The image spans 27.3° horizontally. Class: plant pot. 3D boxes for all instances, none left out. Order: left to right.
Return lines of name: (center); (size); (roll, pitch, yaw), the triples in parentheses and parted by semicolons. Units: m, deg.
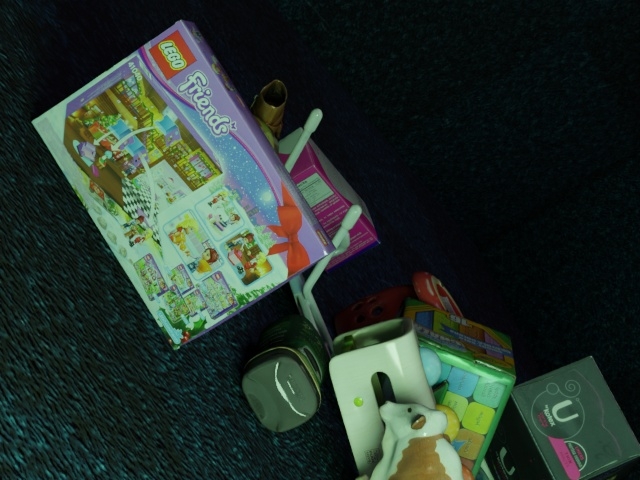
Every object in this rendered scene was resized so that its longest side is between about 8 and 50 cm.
plant pot: (0.142, 0.159, 2.111); (0.191, 0.174, 0.191); (56, 13, -20)

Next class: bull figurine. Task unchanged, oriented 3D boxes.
bull figurine: (0.116, 0.338, 1.486); (0.310, 0.188, 0.101); (59, 11, 7)

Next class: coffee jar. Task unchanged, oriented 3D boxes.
coffee jar: (-0.040, 0.158, 1.580); (0.096, 0.079, 0.184); (62, 10, -8)

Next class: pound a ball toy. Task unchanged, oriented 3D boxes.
pound a ball toy: (0.114, 0.272, 1.627); (0.208, 0.136, 0.319); (-71, 144, -81)

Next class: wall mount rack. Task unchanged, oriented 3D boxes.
wall mount rack: (0.000, 0.000, 1.914); (0.304, 0.131, 0.350); (71, -2, -48)

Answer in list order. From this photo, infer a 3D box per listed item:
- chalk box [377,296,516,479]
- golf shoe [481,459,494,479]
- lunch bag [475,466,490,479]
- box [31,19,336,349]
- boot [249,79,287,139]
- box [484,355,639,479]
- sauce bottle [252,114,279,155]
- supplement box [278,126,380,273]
chalk box: (0.165, 0.220, 1.871); (0.179, 0.180, 0.289); (21, 13, 1)
golf shoe: (0.265, 0.376, 2.128); (0.306, 0.140, 0.115); (60, 11, -4)
lunch bag: (0.218, 0.409, 1.966); (0.176, 0.090, 0.219); (63, 13, 18)
box: (-0.145, -0.059, 1.411); (0.293, 0.201, 0.057); (58, 12, 0)
boot: (-0.092, -0.188, 2.075); (0.073, 0.152, 0.197); (11, 31, -14)
box: (0.347, 0.309, 1.949); (0.270, 0.143, 0.165); (96, -29, -63)
sauce bottle: (-0.156, -0.146, 1.816); (0.111, 0.111, 0.344); (60, 11, 12)
supplement box: (-0.009, -0.065, 2.212); (0.220, 0.114, 0.111); (50, 15, -39)
